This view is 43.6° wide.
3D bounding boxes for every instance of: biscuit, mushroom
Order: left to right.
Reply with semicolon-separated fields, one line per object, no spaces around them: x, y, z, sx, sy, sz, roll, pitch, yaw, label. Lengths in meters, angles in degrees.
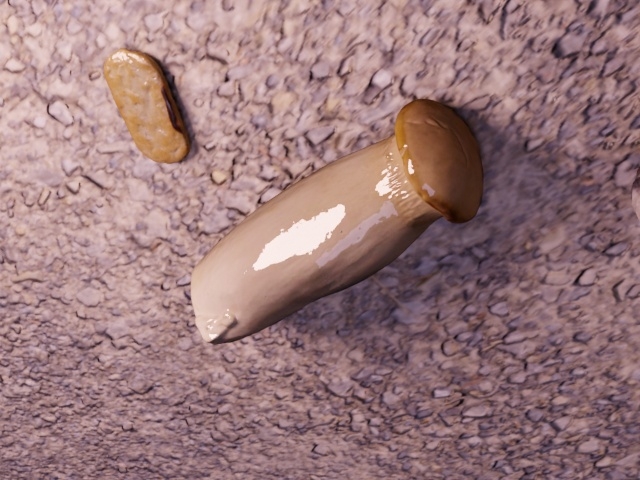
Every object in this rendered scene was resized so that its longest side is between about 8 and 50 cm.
-0.192;-0.146;0.891;0.071;0.018;0.147;-1;130;22;biscuit
-0.008;0.002;0.870;0.407;0.154;0.137;-36;69;35;mushroom

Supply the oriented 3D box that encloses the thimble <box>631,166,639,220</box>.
0.398;-0.043;0.658;0.157;0.217;0.246;48;143;-17;thimble
